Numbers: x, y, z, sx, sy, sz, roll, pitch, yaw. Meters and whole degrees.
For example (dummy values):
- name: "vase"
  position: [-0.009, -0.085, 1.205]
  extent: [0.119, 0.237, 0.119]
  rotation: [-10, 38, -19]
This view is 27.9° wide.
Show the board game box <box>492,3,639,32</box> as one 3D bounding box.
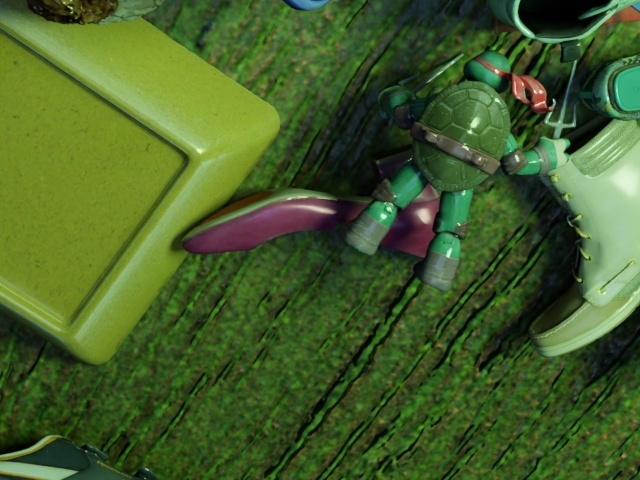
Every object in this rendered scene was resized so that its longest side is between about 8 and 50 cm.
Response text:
- name: "board game box"
  position: [0.212, -0.321, 1.090]
  extent: [0.145, 0.027, 0.281]
  rotation: [-4, 113, 5]

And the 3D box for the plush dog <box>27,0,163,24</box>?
- name: "plush dog"
  position: [-0.213, -0.269, 1.042]
  extent: [0.225, 0.262, 0.210]
  rotation: [44, 141, -5]

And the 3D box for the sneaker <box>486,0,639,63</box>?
- name: "sneaker"
  position: [0.263, -0.221, 1.034]
  extent: [0.256, 0.151, 0.094]
  rotation: [-22, 109, 9]

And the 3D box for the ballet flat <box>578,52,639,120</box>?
- name: "ballet flat"
  position: [0.304, -0.143, 1.135]
  extent: [0.188, 0.070, 0.070]
  rotation: [-8, 116, -29]

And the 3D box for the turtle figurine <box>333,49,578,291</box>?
- name: "turtle figurine"
  position: [0.115, -0.082, 1.112]
  extent: [0.175, 0.118, 0.234]
  rotation: [30, 98, 15]

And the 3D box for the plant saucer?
- name: "plant saucer"
  position: [-0.261, -0.067, 1.183]
  extent: [0.333, 0.081, 0.333]
  rotation: [34, 110, -11]

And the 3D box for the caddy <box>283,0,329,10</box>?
- name: "caddy"
  position: [-0.022, -0.304, 0.951]
  extent: [0.179, 0.341, 0.241]
  rotation: [4, 114, 19]

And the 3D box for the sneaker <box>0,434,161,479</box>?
- name: "sneaker"
  position: [-0.230, 0.271, 1.311]
  extent: [0.321, 0.127, 0.126]
  rotation: [15, 121, -31]

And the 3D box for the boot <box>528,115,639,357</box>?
- name: "boot"
  position: [0.243, -0.007, 1.195]
  extent: [0.213, 0.077, 0.165]
  rotation: [-41, 107, 11]

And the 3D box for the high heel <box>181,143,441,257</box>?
- name: "high heel"
  position: [0.000, 0.000, 1.200]
  extent: [0.244, 0.082, 0.117]
  rotation: [-20, 101, -6]
